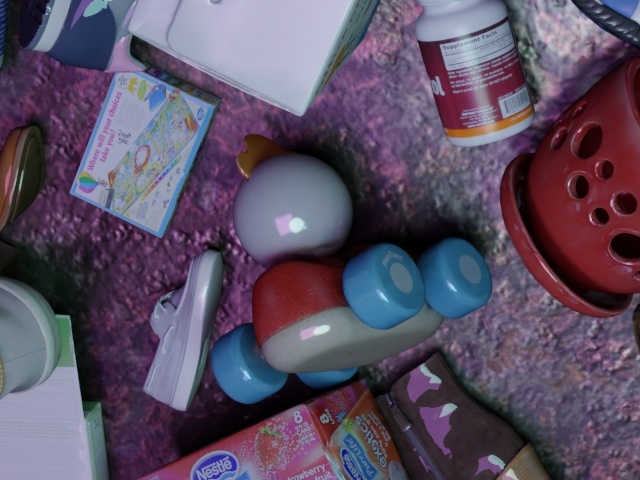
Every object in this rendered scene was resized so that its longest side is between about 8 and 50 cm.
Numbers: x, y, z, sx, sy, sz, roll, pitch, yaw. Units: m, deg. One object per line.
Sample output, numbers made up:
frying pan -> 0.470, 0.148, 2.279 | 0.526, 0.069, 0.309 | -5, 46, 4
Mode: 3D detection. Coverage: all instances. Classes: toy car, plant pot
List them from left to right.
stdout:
toy car -> 0.000, 0.000, 1.663 | 0.219, 0.210, 0.238 | -31, 73, 37
plant pot -> 0.266, -0.041, 1.552 | 0.174, 0.191, 0.191 | -35, 100, 33

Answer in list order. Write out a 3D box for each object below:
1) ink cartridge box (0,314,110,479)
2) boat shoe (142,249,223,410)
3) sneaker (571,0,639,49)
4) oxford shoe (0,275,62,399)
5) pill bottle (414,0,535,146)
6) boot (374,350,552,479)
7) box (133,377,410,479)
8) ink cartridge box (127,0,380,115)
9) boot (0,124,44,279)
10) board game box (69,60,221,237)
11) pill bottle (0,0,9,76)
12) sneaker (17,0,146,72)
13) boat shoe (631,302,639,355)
ink cartridge box -> -0.318, 0.178, 1.861 | 0.171, 0.056, 0.235 | 0, 107, 14
boat shoe -> -0.142, 0.086, 1.778 | 0.063, 0.066, 0.184 | 17, 125, 6
sneaker -> 0.314, -0.195, 1.542 | 0.211, 0.080, 0.081 | 24, 100, 0
oxford shoe -> -0.468, 0.097, 1.786 | 0.449, 0.130, 0.169 | 3, 112, 32
pill bottle -> 0.134, -0.168, 1.585 | 0.086, 0.086, 0.152 | -12, 108, 19
boot -> 0.106, 0.253, 1.784 | 0.207, 0.090, 0.248 | 48, 118, 7
box -> -0.057, 0.245, 1.749 | 0.257, 0.128, 0.122 | -27, 84, 30
ink cartridge box -> -0.031, -0.243, 1.514 | 0.168, 0.232, 0.171 | 26, 116, 3
boot -> -0.367, -0.050, 1.772 | 0.152, 0.073, 0.197 | 24, 113, 8
board game box -> -0.172, -0.092, 1.727 | 0.103, 0.026, 0.154 | 26, 116, 3
pill bottle -> -0.349, -0.237, 1.665 | 0.112, 0.112, 0.186 | 15, 114, 8
sneaker -> -0.158, -0.298, 1.614 | 0.131, 0.112, 0.319 | 20, 113, -27
boat shoe -> 0.392, 0.182, 1.608 | 0.123, 0.120, 0.324 | -26, 117, 23
